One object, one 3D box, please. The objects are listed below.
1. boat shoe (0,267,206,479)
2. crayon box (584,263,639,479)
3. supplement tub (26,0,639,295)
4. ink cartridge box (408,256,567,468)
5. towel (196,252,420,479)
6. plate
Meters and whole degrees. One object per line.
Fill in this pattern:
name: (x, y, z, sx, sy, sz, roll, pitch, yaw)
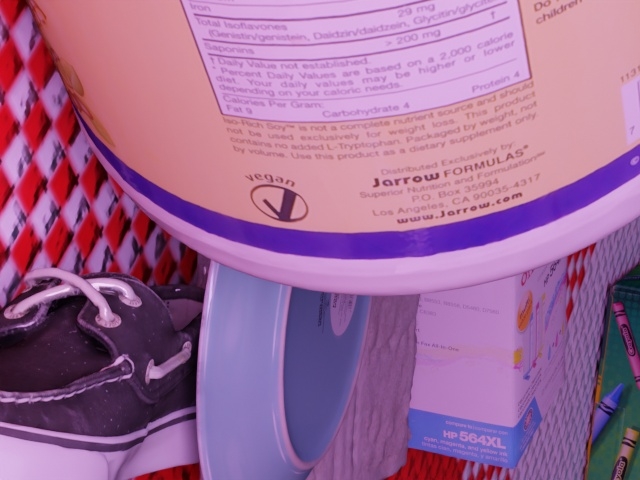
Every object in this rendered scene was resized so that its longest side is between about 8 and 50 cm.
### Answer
boat shoe: (-0.087, 0.043, 0.636, 0.219, 0.078, 0.070, -2, 102, -76)
crayon box: (0.285, 0.161, 1.596, 0.165, 0.081, 0.278, -23, 121, -65)
supplement tub: (0.003, -0.166, 0.528, 0.331, 0.241, 0.241, 72, 35, -50)
ink cartridge box: (0.076, 0.031, 1.006, 0.092, 0.090, 0.143, -51, 145, -50)
towel: (0.000, 0.000, 0.863, 0.187, 0.049, 0.282, -24, 120, -66)
plate: (-0.005, 0.024, 0.733, 0.188, 0.024, 0.188, 7, 90, -74)
